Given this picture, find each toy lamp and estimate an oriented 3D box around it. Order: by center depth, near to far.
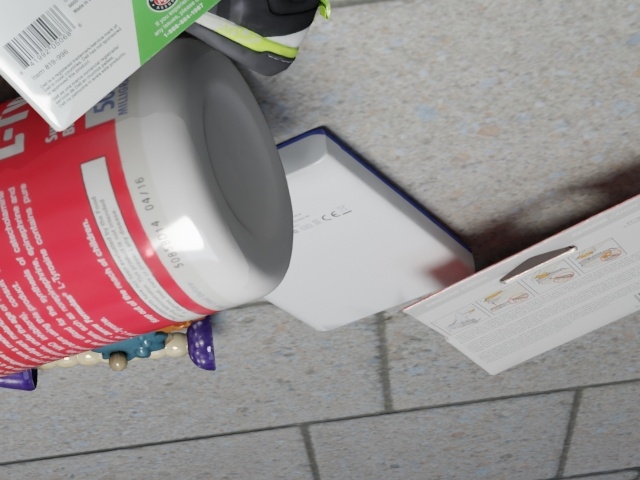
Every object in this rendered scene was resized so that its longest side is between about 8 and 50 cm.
[{"bbox_3d":[-0.262,0.128,1.600,0.274,0.080,0.080,-7,151,-7],"label":"toy lamp"}]

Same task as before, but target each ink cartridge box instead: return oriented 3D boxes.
[{"bbox_3d":[-0.187,-0.201,0.900,0.153,0.087,0.208,-38,126,3],"label":"ink cartridge box"},{"bbox_3d":[0.262,0.032,1.519,0.296,0.066,0.261,-27,147,18],"label":"ink cartridge box"}]

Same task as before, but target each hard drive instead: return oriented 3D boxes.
[{"bbox_3d":[0.000,0.000,1.462,0.210,0.040,0.318,-22,148,24],"label":"hard drive"}]

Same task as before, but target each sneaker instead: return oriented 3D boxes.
[{"bbox_3d":[-0.090,-0.212,1.049,0.234,0.084,0.097,23,110,-41],"label":"sneaker"}]

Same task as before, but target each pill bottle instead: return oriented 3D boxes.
[{"bbox_3d":[-0.248,-0.008,1.197,0.407,0.229,0.229,-18,150,17],"label":"pill bottle"}]

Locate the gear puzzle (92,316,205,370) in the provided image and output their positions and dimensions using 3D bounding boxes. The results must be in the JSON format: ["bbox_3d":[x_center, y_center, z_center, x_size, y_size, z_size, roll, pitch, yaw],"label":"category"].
[{"bbox_3d":[-0.159,0.047,1.410,0.175,0.044,0.339,15,141,-36],"label":"gear puzzle"}]
